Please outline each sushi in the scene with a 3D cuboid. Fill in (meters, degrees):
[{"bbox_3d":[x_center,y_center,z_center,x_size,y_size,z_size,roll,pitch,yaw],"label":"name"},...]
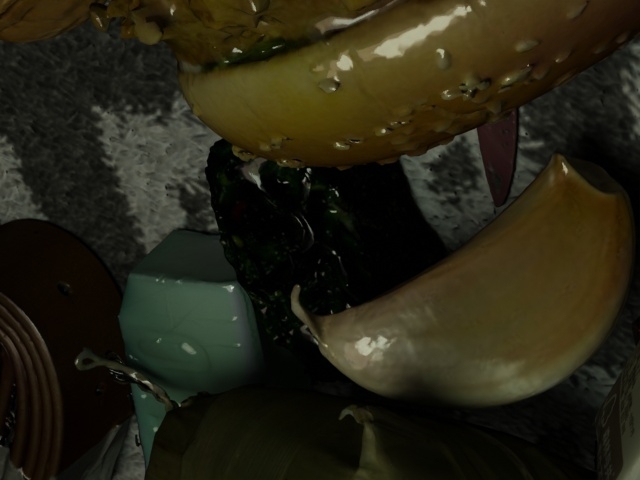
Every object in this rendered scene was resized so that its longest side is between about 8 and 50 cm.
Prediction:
[{"bbox_3d":[0.000,0.000,1.511,0.124,0.127,0.225,-13,112,36],"label":"sushi"}]

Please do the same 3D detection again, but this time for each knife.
[{"bbox_3d":[0.122,-0.130,1.422,0.035,0.018,0.247,5,124,23],"label":"knife"}]

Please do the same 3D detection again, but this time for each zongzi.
[{"bbox_3d":[0.053,0.205,1.525,0.447,0.418,0.181,10,89,58],"label":"zongzi"}]

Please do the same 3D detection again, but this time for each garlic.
[{"bbox_3d":[0.111,0.037,1.410,0.164,0.245,0.145,65,175,-38],"label":"garlic"}]

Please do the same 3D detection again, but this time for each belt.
[{"bbox_3d":[-0.281,0.143,1.797,0.217,0.122,0.339,30,129,17],"label":"belt"}]

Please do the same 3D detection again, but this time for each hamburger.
[{"bbox_3d":[0.023,-0.181,1.254,0.445,0.287,0.268,-14,101,43],"label":"hamburger"}]

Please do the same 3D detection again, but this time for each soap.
[{"bbox_3d":[-0.088,0.111,1.666,0.145,0.091,0.230,7,121,30],"label":"soap"}]

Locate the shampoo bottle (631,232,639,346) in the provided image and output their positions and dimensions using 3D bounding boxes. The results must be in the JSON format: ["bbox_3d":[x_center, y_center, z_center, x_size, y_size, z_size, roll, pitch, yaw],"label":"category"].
[{"bbox_3d":[0.267,0.096,1.438,0.068,0.067,0.236,6,123,41],"label":"shampoo bottle"}]

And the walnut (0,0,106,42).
[{"bbox_3d":[-0.223,-0.221,1.509,0.180,0.144,0.144,-25,103,32],"label":"walnut"}]

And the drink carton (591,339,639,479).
[{"bbox_3d":[0.324,0.072,1.290,0.194,0.132,0.325,19,125,-7],"label":"drink carton"}]
